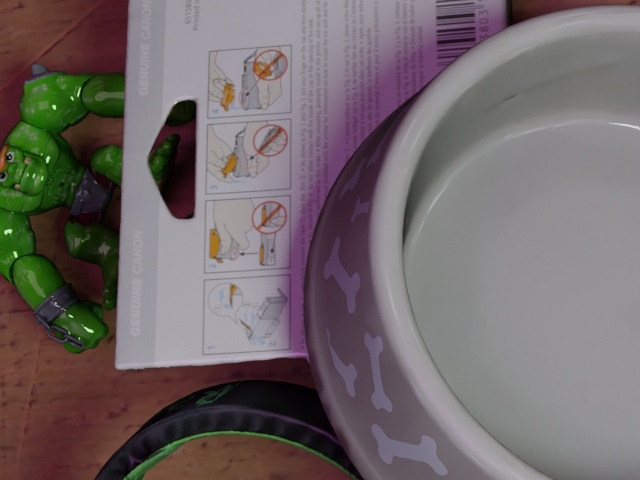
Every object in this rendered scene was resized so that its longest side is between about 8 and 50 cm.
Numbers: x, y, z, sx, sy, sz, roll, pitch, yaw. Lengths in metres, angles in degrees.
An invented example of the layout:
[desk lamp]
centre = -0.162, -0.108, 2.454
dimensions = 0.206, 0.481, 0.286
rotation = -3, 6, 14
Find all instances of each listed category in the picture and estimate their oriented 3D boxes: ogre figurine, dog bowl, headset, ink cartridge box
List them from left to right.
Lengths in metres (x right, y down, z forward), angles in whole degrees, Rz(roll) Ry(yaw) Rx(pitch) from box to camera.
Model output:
[ogre figurine]
centre = -0.169, -0.033, 1.301
dimensions = 0.118, 0.097, 0.197
rotation = 22, 113, 4
[ink cartridge box]
centre = 0.001, -0.045, 1.172
dimensions = 0.239, 0.060, 0.275
rotation = -4, 67, 10
[headset]
centre = 0.009, 0.273, 1.154
dimensions = 0.243, 0.185, 0.394
rotation = -39, 94, 25
[dog bowl]
centre = 0.169, 0.027, 1.047
dimensions = 0.349, 0.102, 0.348
rotation = 3, 67, -8

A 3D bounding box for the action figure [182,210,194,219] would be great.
[action figure]
centre = 0.000, 0.000, 1.222
dimensions = 0.232, 0.063, 0.137
rotation = -1, 55, 15
